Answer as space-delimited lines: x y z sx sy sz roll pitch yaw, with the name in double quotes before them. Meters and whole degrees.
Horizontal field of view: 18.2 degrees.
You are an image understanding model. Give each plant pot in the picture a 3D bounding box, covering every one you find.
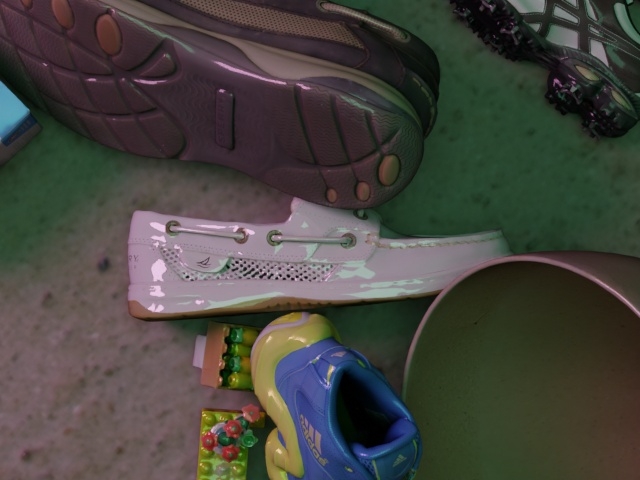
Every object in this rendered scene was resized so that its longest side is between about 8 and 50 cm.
"plant pot" 0.218 0.133 1.346 0.191 0.284 0.284 -13 87 -40

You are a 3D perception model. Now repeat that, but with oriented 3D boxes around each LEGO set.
"LEGO set" -0.103 0.193 1.376 0.132 0.107 0.287 40 87 -3

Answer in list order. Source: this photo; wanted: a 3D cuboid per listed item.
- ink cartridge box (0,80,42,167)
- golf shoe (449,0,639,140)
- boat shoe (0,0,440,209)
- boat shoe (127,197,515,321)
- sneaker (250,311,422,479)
"ink cartridge box" -0.279 -0.066 1.393 0.143 0.092 0.090 -44 89 -5
"golf shoe" 0.168 -0.165 1.438 0.198 0.077 0.094 42 79 -9
"boat shoe" -0.081 -0.132 1.399 0.355 0.132 0.130 23 46 11
"boat shoe" 0.000 0.000 1.402 0.277 0.098 0.096 -5 88 -2
"sneaker" 0.022 0.169 1.352 0.091 0.126 0.240 -27 109 -19
